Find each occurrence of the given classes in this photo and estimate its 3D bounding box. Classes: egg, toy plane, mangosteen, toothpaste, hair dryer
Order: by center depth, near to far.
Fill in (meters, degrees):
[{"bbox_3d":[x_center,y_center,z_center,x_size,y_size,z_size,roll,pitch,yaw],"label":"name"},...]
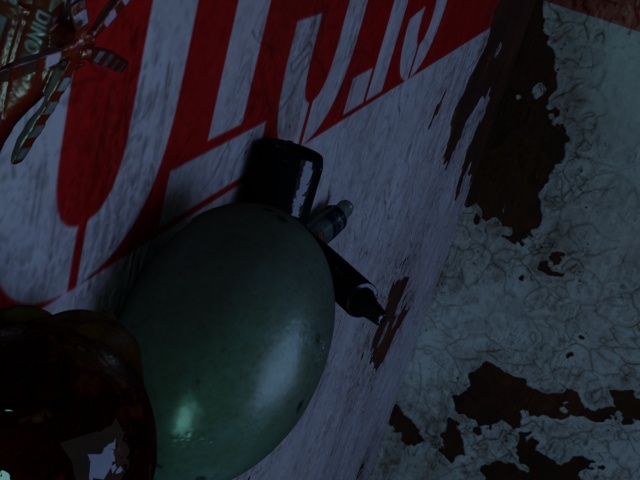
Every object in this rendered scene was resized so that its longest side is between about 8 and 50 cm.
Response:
[{"bbox_3d":[-0.152,-0.071,0.488,0.126,0.077,0.194,-47,164,-47],"label":"toy plane"},{"bbox_3d":[-0.169,0.095,0.575,0.146,0.156,0.181,50,29,-47],"label":"mangosteen"},{"bbox_3d":[-0.079,0.083,0.795,0.236,0.169,0.169,-63,166,-12],"label":"egg"},{"bbox_3d":[0.000,0.000,0.895,0.070,0.255,0.128,6,108,-32],"label":"hair dryer"},{"bbox_3d":[-0.015,0.002,1.212,0.216,0.037,0.062,-42,153,-51],"label":"toothpaste"}]
